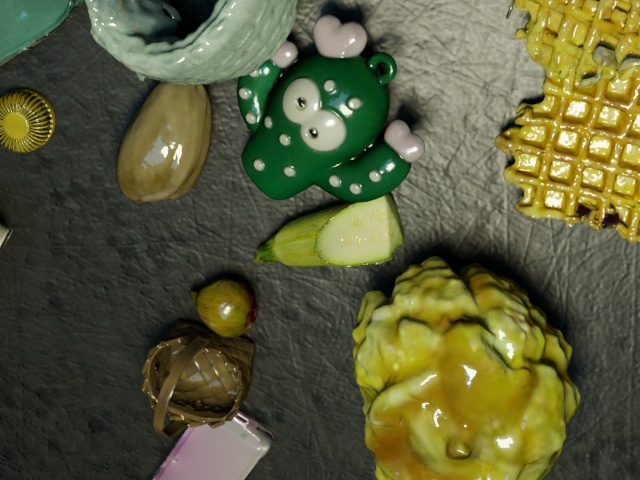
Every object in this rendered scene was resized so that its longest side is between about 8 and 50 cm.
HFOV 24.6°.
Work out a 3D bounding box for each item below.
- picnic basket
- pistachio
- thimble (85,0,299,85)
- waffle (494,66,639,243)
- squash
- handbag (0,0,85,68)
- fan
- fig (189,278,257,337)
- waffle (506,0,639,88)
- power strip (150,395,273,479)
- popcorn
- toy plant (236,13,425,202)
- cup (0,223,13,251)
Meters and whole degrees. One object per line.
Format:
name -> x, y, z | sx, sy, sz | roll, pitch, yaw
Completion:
picnic basket -> -0.168, 0.186, 1.905 | 0.137, 0.178, 0.128 | 16, 108, 12
pistachio -> -0.195, -0.127, 1.851 | 0.108, 0.126, 0.185 | 13, 114, -41
thimble -> -0.152, -0.288, 1.722 | 0.250, 0.172, 0.205 | -27, 81, 17
waffle -> 0.365, -0.095, 1.779 | 0.283, 0.065, 0.309 | -31, 97, 17
squash -> 0.001, 0.002, 1.871 | 0.200, 0.075, 0.090 | -15, 132, 16
handbag -> -0.444, -0.348, 1.821 | 0.268, 0.100, 0.274 | -30, 101, 22
fan -> -0.425, -0.160, 1.910 | 0.155, 0.039, 0.082 | 10, 111, 7
fig -> -0.132, 0.084, 1.918 | 0.098, 0.084, 0.082 | 13, 113, 10
waffle -> 0.326, -0.312, 1.649 | 0.280, 0.060, 0.262 | -24, 75, 46
power strip -> -0.175, 0.339, 2.039 | 0.109, 0.037, 0.279 | 34, 111, -3
popcorn -> 0.176, 0.191, 1.817 | 0.279, 0.274, 0.336 | -30, 112, -10
toy plant -> 0.003, -0.154, 1.794 | 0.243, 0.112, 0.233 | -11, 102, 29
cup -> -0.564, -0.001, 1.893 | 0.274, 0.253, 0.253 | 30, 112, -8
